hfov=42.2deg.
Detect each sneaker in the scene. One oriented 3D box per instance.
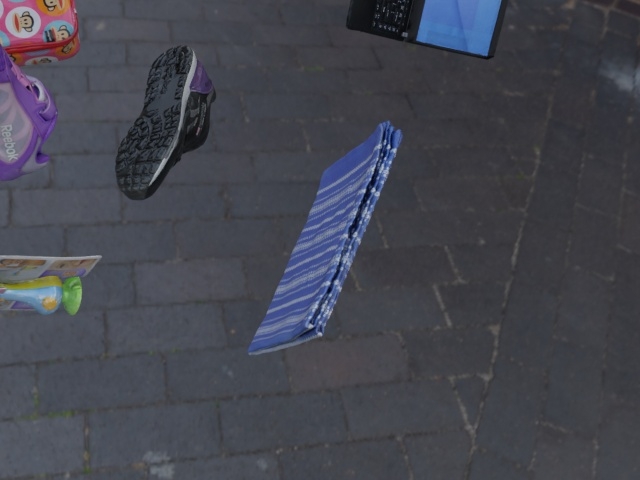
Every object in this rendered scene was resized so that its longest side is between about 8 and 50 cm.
[{"bbox_3d":[-0.302,-0.136,0.782,0.104,0.236,0.095,-13,60,-25],"label":"sneaker"},{"bbox_3d":[-0.228,-0.169,1.333,0.107,0.124,0.283,-3,58,29],"label":"sneaker"}]

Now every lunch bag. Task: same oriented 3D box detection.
[{"bbox_3d":[-0.624,-0.492,1.646,0.258,0.120,0.293,-11,82,-13],"label":"lunch bag"}]

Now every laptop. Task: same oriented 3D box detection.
[{"bbox_3d":[0.187,-0.425,1.313,0.136,0.234,0.264,21,15,34],"label":"laptop"}]

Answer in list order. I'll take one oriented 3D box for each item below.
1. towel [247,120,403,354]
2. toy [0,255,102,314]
[{"bbox_3d":[0.000,0.000,1.202,0.040,0.243,0.336,30,66,-15],"label":"towel"},{"bbox_3d":[-0.328,0.057,0.741,0.237,0.137,0.056,-1,66,-41],"label":"toy"}]
